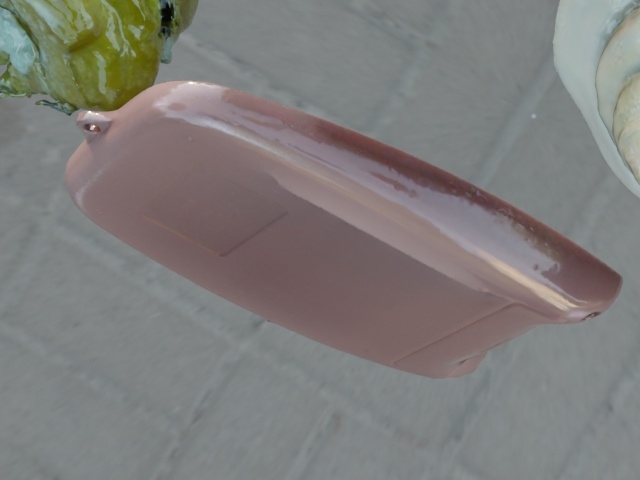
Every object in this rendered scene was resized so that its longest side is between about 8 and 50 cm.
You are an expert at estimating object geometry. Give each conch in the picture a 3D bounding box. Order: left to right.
[{"bbox_3d":[0.138,-0.068,0.562,0.094,0.176,0.104,51,142,13],"label":"conch"}]

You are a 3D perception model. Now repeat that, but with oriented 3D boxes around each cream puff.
[{"bbox_3d":[-0.172,-0.192,1.204,0.221,0.194,0.195,16,96,29],"label":"cream puff"}]

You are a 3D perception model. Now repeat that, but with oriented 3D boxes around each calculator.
[{"bbox_3d":[0.000,0.000,1.150,0.329,0.220,0.048,25,63,-20],"label":"calculator"}]
